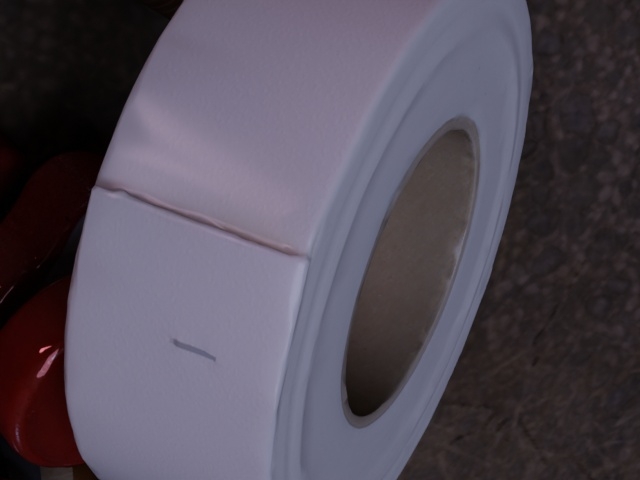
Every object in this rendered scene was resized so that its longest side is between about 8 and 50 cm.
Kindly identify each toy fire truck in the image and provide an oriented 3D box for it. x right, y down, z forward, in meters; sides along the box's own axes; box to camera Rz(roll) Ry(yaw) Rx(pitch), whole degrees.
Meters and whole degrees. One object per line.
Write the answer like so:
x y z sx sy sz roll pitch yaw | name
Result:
-0.135 0.086 0.894 0.254 0.169 0.302 9 117 -52 | toy fire truck

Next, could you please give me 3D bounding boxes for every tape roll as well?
0.000 0.000 0.759 0.286 0.100 0.286 -54 155 -39 | tape roll

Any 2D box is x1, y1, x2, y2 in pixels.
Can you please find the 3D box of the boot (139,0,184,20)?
-0.055 -0.250 0.739 0.283 0.109 0.220 -41 127 18 | boot
